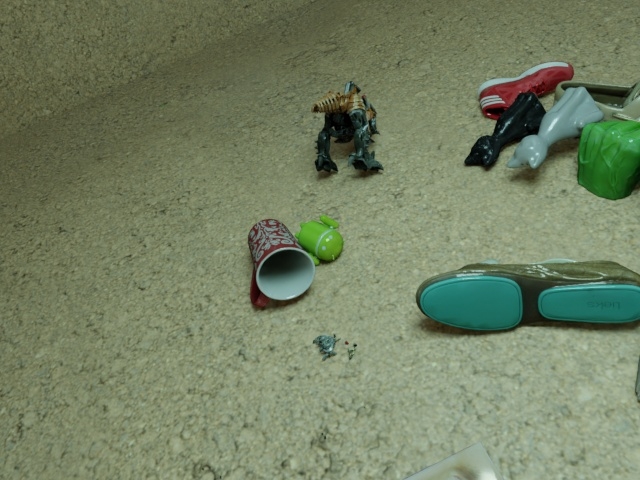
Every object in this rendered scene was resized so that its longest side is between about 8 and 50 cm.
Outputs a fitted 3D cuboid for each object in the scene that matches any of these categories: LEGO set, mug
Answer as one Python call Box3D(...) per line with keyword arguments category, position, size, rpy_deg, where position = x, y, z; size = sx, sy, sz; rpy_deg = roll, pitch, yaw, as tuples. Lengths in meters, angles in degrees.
Box3D(category="LEGO set", position=(0.022, 0.182, 0.845), size=(0.083, 0.023, 0.054), rpy_deg=(-7, 44, 14))
Box3D(category="mug", position=(-0.104, 0.038, 0.969), size=(0.150, 0.113, 0.169), rpy_deg=(-34, 31, 0))

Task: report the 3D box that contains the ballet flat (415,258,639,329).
Box3D(category="ballet flat", position=(0.332, 0.074, 0.785), size=(0.343, 0.116, 0.124), rpy_deg=(-5, 25, 16))

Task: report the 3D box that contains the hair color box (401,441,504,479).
Box3D(category="hair color box", position=(0.085, 0.398, 0.541), size=(0.339, 0.110, 0.185), rpy_deg=(-24, 41, -5))

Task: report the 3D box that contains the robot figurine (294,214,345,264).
Box3D(category="robot figurine", position=(0.000, 0.000, 1.007), size=(0.115, 0.067, 0.101), rpy_deg=(28, 89, 39))

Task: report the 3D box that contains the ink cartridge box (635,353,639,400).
Box3D(category="ink cartridge box", position=(0.575, 0.139, 0.605), size=(0.273, 0.114, 0.198), rpy_deg=(12, 52, 31))

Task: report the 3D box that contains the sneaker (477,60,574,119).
Box3D(category="sneaker", position=(0.504, -0.349, 1.173), size=(0.221, 0.087, 0.128), rpy_deg=(-12, 50, 27))

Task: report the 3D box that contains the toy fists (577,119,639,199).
Box3D(category="toy fists", position=(0.583, -0.125, 0.852), size=(0.096, 0.142, 0.279), rpy_deg=(-28, 43, -7))

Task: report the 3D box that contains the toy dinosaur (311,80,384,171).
Box3D(category="toy dinosaur", position=(0.052, -0.277, 1.149), size=(0.322, 0.218, 0.164), rpy_deg=(-1, 5, -44))

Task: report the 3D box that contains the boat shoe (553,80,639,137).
Box3D(category="boat shoe", position=(0.660, -0.268, 0.991), size=(0.341, 0.110, 0.121), rpy_deg=(14, 53, 32))

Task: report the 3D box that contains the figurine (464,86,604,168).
Box3D(category="figurine", position=(0.441, -0.223, 1.022), size=(0.209, 0.092, 0.215), rpy_deg=(-41, 23, -10))
